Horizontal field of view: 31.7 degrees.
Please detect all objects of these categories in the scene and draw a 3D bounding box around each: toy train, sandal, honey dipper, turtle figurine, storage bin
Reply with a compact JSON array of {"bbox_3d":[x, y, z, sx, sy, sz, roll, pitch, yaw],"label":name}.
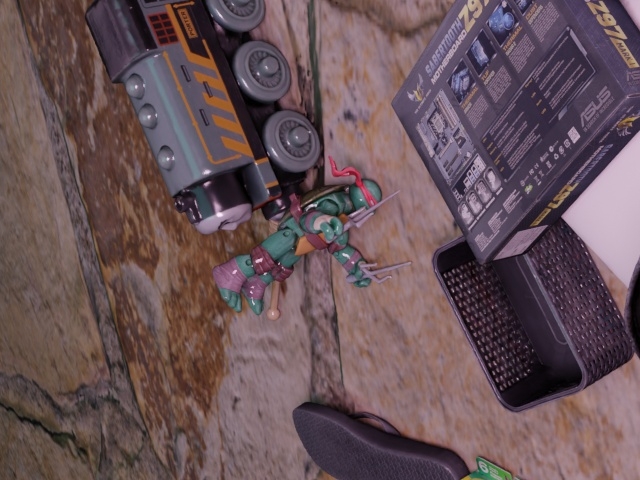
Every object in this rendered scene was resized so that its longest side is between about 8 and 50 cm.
[{"bbox_3d":[-0.134,-0.167,1.297,0.142,0.190,0.334,-24,88,52],"label":"toy train"},{"bbox_3d":[0.075,0.258,1.367,0.254,0.054,0.097,16,126,34],"label":"sandal"},{"bbox_3d":[-0.055,0.036,1.429,0.030,0.030,0.160,35,135,34],"label":"honey dipper"},{"bbox_3d":[0.000,0.000,1.264,0.234,0.175,0.118,-31,58,13],"label":"turtle figurine"},{"bbox_3d":[0.204,0.062,1.092,0.122,0.084,0.180,-33,82,50],"label":"storage bin"}]

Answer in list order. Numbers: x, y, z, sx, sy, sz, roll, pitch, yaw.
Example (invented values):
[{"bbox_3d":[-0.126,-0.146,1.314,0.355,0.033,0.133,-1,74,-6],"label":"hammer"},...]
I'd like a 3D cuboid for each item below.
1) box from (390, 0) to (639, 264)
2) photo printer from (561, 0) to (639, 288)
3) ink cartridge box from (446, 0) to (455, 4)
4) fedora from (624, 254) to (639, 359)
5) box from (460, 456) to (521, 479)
[{"bbox_3d":[0.161,-0.118,0.920,0.183,0.059,0.232,63,146,24],"label":"box"},{"bbox_3d":[0.312,-0.062,0.891,0.307,0.107,0.256,51,138,20],"label":"photo printer"},{"bbox_3d":[0.149,-0.307,0.985,0.235,0.088,0.193,41,135,29],"label":"ink cartridge box"},{"bbox_3d":[0.371,0.076,0.718,0.334,0.152,0.334,3,134,3],"label":"fedora"},{"bbox_3d":[0.200,0.337,1.256,0.105,0.043,0.179,22,121,42],"label":"box"}]
